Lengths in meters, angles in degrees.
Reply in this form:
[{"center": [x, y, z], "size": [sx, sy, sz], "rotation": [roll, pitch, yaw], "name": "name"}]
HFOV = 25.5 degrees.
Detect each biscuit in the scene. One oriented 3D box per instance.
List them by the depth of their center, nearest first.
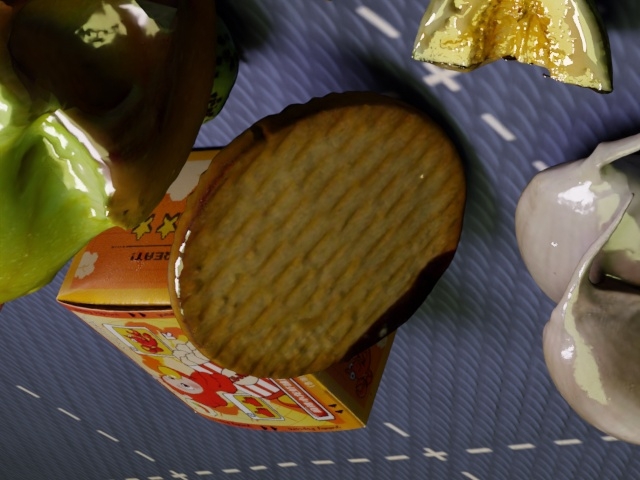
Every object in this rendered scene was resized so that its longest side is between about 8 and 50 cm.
[{"center": [0.000, 0.000, 1.353], "size": [0.318, 0.318, 0.040], "rotation": [48, 180, -45], "name": "biscuit"}]

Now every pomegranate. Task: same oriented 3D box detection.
[{"center": [-0.124, -0.163, 1.304], "size": [0.122, 0.122, 0.161], "rotation": [6, -171, 25], "name": "pomegranate"}]

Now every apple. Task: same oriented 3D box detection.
[{"center": [-0.248, -0.135, 1.070], "size": [0.374, 0.384, 0.374], "rotation": [1, 173, 0], "name": "apple"}]

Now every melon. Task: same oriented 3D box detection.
[{"center": [0.160, -0.180, 1.108], "size": [0.160, 0.079, 0.128], "rotation": [13, 135, 14], "name": "melon"}]

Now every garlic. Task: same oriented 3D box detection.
[{"center": [0.292, 0.053, 1.290], "size": [0.245, 0.231, 0.340], "rotation": [0, 154, 39], "name": "garlic"}]

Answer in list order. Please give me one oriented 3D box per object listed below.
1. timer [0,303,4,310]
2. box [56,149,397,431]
[{"center": [-0.500, 0.022, 1.764], "size": [0.214, 0.230, 0.230], "rotation": [0, 149, 22], "name": "timer"}, {"center": [-0.091, 0.058, 1.578], "size": [0.259, 0.214, 0.283], "rotation": [1, 149, 37], "name": "box"}]
